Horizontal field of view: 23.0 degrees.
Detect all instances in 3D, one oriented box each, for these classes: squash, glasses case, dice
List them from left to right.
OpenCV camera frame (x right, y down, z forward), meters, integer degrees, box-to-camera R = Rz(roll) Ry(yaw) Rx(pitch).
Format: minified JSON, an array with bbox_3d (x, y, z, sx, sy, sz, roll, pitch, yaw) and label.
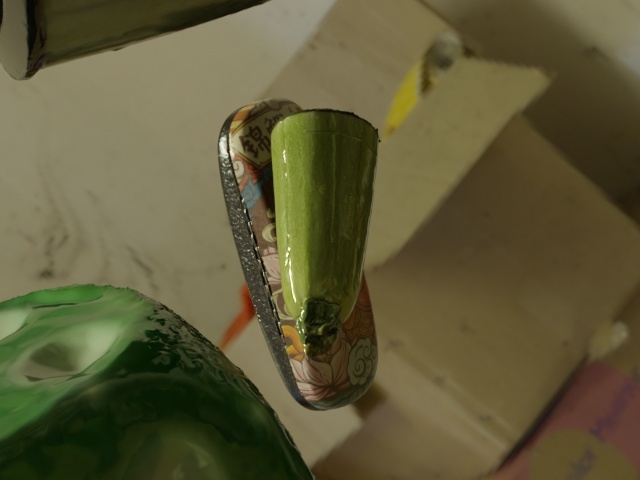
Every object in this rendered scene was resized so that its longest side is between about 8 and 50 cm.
[{"bbox_3d":[-0.174,0.210,0.933,0.300,0.287,0.297,-30,18,-29],"label":"dice"},{"bbox_3d":[-0.021,0.014,1.590,0.082,0.321,0.122,-10,10,41],"label":"glasses case"},{"bbox_3d":[0.000,0.000,1.266,0.094,0.094,0.224,130,150,-49],"label":"squash"}]

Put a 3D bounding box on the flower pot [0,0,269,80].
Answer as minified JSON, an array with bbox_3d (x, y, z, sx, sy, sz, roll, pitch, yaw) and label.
[{"bbox_3d":[-0.069,-0.280,0.954,0.330,0.293,0.293,-18,-9,-17],"label":"flower pot"}]
